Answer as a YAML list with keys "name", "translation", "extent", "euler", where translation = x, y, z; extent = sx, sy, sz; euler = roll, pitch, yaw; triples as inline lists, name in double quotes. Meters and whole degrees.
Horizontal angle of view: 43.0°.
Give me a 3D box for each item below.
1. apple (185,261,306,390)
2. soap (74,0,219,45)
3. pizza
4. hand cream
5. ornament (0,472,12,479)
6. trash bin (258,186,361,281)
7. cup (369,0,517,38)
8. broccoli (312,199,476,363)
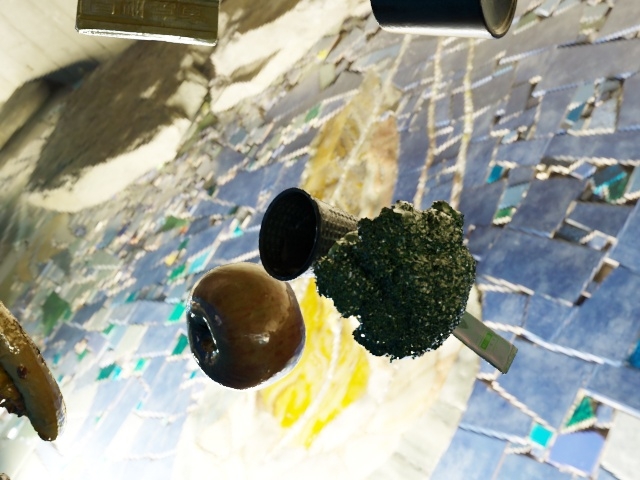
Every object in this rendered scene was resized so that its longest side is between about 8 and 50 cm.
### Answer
- name: "apple"
  translation: [-0.217, 0.253, 2.447]
  extent: [0.400, 0.333, 0.400]
  euler: [20, 116, 49]
- name: "soap"
  translation: [-0.309, -0.407, 1.455]
  extent: [0.252, 0.092, 0.037]
  euler: [2, 170, -13]
- name: "pizza"
  translation: [-0.550, 0.160, 1.320]
  extent: [0.277, 0.114, 0.409]
  euler: [5, 126, 47]
- name: "hand cream"
  translation: [0.332, 0.202, 1.877]
  extent: [0.275, 0.079, 0.050]
  euler: [36, 171, 1]
- name: "ornament"
  translation: [-0.646, 0.528, 1.546]
  extent: [0.177, 0.177, 0.177]
  euler: [27, 162, 10]
- name: "trash bin"
  translation: [0.000, 0.000, 1.507]
  extent: [0.161, 0.175, 0.175]
  euler: [11, 177, -38]
- name: "cup"
  translation: [0.166, -0.400, 1.158]
  extent: [0.177, 0.166, 0.239]
  euler: [8, 147, 32]
- name: "broccoli"
  translation: [0.116, 0.053, 1.257]
  extent: [0.245, 0.265, 0.294]
  euler: [20, 178, 28]
